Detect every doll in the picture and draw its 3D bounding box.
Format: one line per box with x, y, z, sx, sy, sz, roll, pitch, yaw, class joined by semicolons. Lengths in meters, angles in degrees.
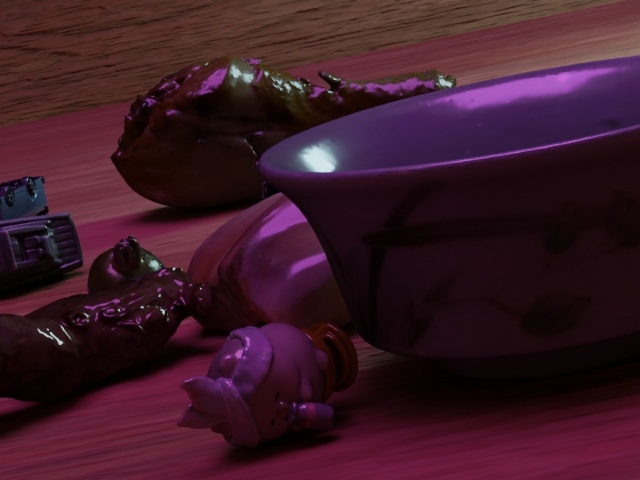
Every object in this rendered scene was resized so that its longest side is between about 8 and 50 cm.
-0.028;0.093;1.075;0.084;0.073;0.127;36;37;31;doll

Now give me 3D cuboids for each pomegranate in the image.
-0.162;0.029;1.479;0.073;0.085;0.073;-4;19;1;pomegranate

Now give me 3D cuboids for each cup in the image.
0.144;-0.011;1.154;0.347;0.163;0.347;-11;10;2;cup

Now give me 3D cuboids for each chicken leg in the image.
-0.026;-0.125;1.991;0.429;0.201;0.153;-6;40;1;chicken leg

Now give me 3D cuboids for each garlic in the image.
0.000;0.000;1.412;0.228;0.110;0.217;-20;10;-35;garlic

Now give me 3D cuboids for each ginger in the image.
-0.212;0.077;1.292;0.290;0.084;0.122;-20;21;-36;ginger

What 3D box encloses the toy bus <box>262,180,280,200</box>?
-0.004;-0.048;1.795;0.102;0.052;0.058;-8;9;10;toy bus

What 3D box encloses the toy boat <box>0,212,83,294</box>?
-0.359;0.027;1.719;0.260;0.078;0.085;-14;-4;-21;toy boat

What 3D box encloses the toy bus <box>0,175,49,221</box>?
-0.356;-0.029;2.009;0.060;0.075;0.123;-8;11;18;toy bus
